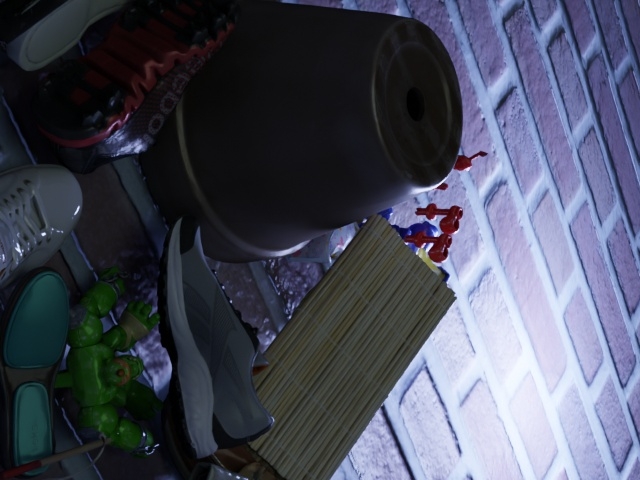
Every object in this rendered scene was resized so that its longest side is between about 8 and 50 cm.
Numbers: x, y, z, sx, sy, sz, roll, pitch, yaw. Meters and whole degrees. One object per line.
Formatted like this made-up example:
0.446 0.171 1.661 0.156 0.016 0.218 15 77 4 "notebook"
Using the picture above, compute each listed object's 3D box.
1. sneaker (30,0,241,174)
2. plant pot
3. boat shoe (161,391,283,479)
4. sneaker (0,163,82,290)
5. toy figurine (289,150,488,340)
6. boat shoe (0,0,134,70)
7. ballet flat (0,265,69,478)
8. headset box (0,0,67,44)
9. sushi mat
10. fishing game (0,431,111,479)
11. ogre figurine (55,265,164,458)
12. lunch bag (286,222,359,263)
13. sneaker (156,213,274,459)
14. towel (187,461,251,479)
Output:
-0.187 -0.168 1.262 0.276 0.097 0.135 -47 163 -30 "sneaker"
-0.002 -0.142 1.388 0.323 0.280 0.323 9 79 -53 "plant pot"
-0.059 0.270 1.407 0.324 0.120 0.122 56 46 -34 "boat shoe"
-0.299 0.007 1.111 0.290 0.123 0.106 -40 116 -49 "sneaker"
0.121 0.066 1.620 0.217 0.191 0.362 60 45 -38 "toy figurine"
-0.235 -0.280 1.232 0.091 0.109 0.305 35 46 8 "boat shoe"
-0.285 0.124 1.159 0.074 0.074 0.203 4 90 -53 "ballet flat"
-0.319 -0.299 0.983 0.218 0.110 0.293 -38 105 -11 "headset box"
0.025 0.131 1.383 0.151 0.019 0.316 44 66 -14 "sushi mat"
-0.268 0.319 1.170 0.189 0.041 0.264 -12 114 -53 "fishing game"
-0.218 0.134 1.237 0.118 0.097 0.197 -15 116 -70 "ogre figurine"
0.000 0.000 1.549 0.083 0.071 0.053 -59 135 -40 "lunch bag"
-0.118 0.098 1.299 0.108 0.100 0.271 -7 66 -13 "sneaker"
-0.103 0.420 1.301 0.324 0.056 0.312 37 83 -44 "towel"
